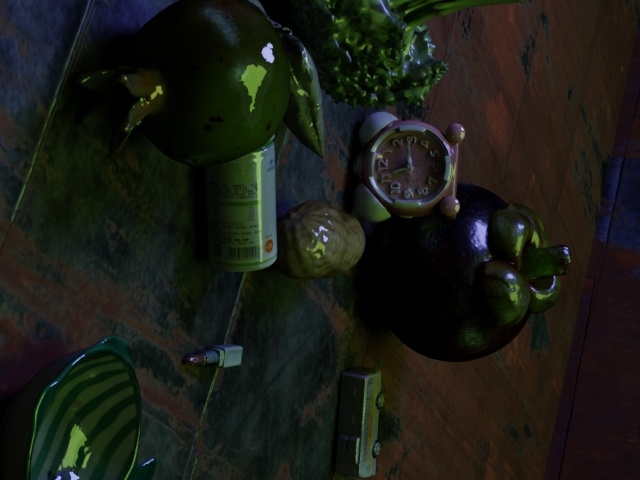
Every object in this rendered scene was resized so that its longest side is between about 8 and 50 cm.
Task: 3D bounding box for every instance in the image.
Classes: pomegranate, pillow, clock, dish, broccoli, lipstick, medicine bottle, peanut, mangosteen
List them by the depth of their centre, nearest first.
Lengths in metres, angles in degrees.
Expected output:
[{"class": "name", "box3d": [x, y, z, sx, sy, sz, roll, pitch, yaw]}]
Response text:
[{"class": "dish", "box3d": [-0.251, 0.202, 1.358, 0.246, 0.078, 0.224, 61, 43, -54]}, {"class": "pomegranate", "box3d": [-0.139, -0.158, 1.415, 0.224, 0.181, 0.181, -18, 115, -44]}, {"class": "pillow", "box3d": [-0.054, -0.203, 1.587, 0.230, 0.050, 0.148, -123, -161, -51]}, {"class": "medicine bottle", "box3d": [-0.095, -0.061, 1.639, 0.086, 0.086, 0.183, -37, 131, -60]}, {"class": "lipstick", "box3d": [-0.133, 0.143, 1.689, 0.107, 0.025, 0.025, -1, 98, -62]}, {"class": "broccoli", "box3d": [0.094, -0.358, 1.777, 0.249, 0.302, 0.375, -148, -125, -72]}, {"class": "peanut", "box3d": [0.000, 0.000, 1.871, 0.226, 0.095, 0.108, 2, 93, -68]}, {"class": "clock", "box3d": [0.130, -0.106, 2.073, 0.093, 0.162, 0.166, 59, 36, -85]}, {"class": "mangosteen", "box3d": [0.234, 0.054, 2.202, 0.300, 0.300, 0.300, 7, 90, -67]}]

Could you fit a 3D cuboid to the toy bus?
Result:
[{"class": "toy bus", "box3d": [0.060, 0.285, 2.156, 0.072, 0.057, 0.172, -7, 102, -61]}]
